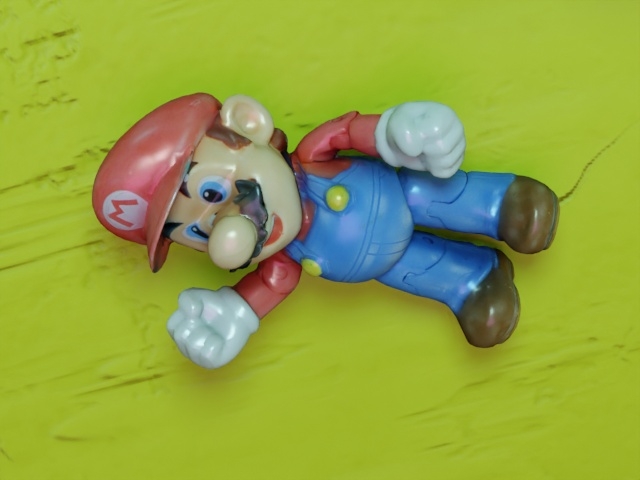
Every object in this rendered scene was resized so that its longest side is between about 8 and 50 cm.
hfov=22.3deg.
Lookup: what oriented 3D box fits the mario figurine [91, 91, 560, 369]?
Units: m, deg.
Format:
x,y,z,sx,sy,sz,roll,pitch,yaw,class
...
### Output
x,y,z,sx,sy,sz,roll,pitch,yaw,class
0.000,0.000,1.126,0.320,0.170,0.198,11,83,-13,mario figurine
